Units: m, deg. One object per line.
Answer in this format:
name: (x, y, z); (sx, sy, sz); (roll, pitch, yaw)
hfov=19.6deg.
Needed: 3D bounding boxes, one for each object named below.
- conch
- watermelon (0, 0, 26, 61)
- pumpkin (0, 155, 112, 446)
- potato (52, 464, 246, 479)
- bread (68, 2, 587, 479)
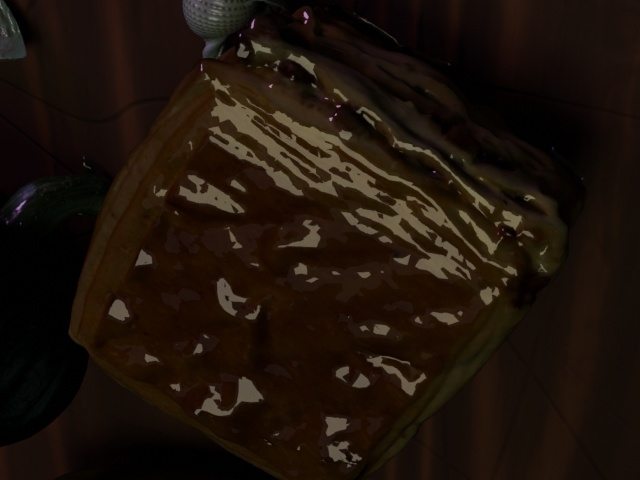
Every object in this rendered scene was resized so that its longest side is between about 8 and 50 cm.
conch: (-0.056, -0.156, 1.246); (0.076, 0.056, 0.085); (5, 156, -11)
watermelon: (-0.261, -0.154, 1.348); (0.085, 0.061, 0.085); (15, 143, 12)
pumpkin: (-0.263, 0.025, 1.421); (0.248, 0.248, 0.248); (14, 134, 16)
potato: (-0.125, 0.276, 1.604); (0.298, 0.141, 0.176); (3, 139, 25)
bread: (0.000, 0.000, 1.276); (0.277, 0.167, 0.324); (32, 127, -1)
